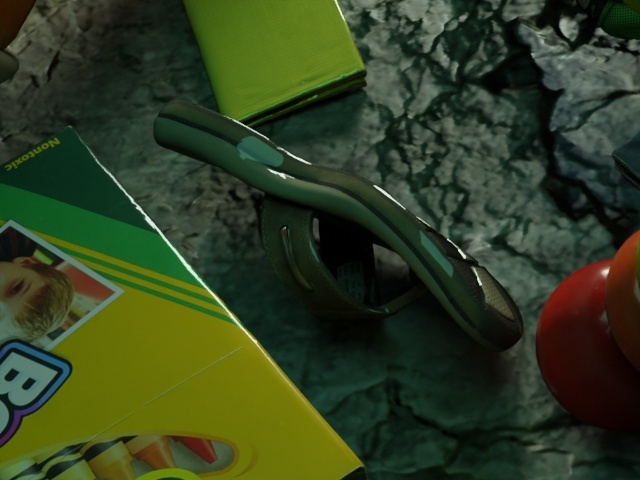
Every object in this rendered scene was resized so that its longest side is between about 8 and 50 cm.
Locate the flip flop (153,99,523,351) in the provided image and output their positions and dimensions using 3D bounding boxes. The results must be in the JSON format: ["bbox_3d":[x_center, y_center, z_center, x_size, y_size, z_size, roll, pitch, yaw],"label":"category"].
[{"bbox_3d":[0.000,0.000,0.964,0.277,0.112,0.080,29,88,32],"label":"flip flop"}]

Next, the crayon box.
[{"bbox_3d":[-0.200,0.141,0.883,0.363,0.106,0.313,-33,49,-14],"label":"crayon box"}]

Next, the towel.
[{"bbox_3d":[-0.044,-0.169,1.177,0.102,0.021,0.237,-23,48,3],"label":"towel"}]

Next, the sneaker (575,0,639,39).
[{"bbox_3d":[0.303,-0.210,1.064,0.344,0.134,0.146,-16,83,-7],"label":"sneaker"}]

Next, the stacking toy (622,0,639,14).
[{"bbox_3d":[0.301,-0.147,0.810,0.309,0.279,0.130,4,78,35],"label":"stacking toy"}]

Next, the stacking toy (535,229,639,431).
[{"bbox_3d":[0.205,0.006,0.769,0.141,0.330,0.141,9,67,-20],"label":"stacking toy"}]

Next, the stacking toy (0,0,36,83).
[{"bbox_3d":[-0.206,-0.369,1.089,0.480,0.350,0.350,-49,51,2],"label":"stacking toy"}]

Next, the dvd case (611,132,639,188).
[{"bbox_3d":[0.297,-0.030,0.952,0.164,0.018,0.221,-32,49,-13],"label":"dvd case"}]
